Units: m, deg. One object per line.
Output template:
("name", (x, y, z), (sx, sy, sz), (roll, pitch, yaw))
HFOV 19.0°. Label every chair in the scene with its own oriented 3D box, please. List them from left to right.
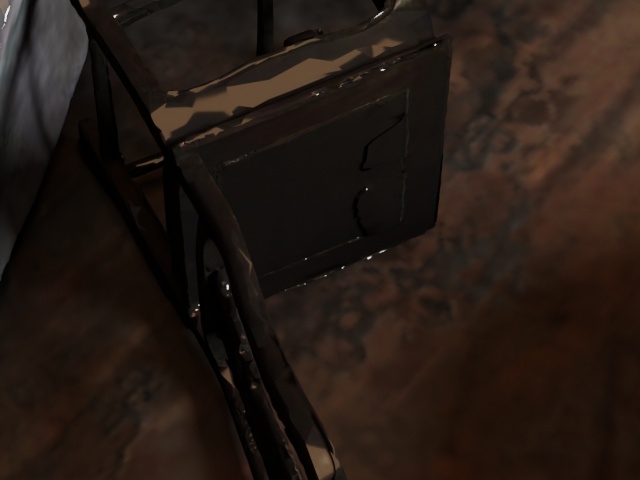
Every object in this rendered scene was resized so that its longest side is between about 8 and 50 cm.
("chair", (0.000, 0.000, 0.614), (0.113, 0.106, 0.229), (-22, 58, -14))

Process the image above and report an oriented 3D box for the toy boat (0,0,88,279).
("toy boat", (-0.195, -0.117, 0.678), (0.293, 0.111, 0.276), (25, 73, 12))
